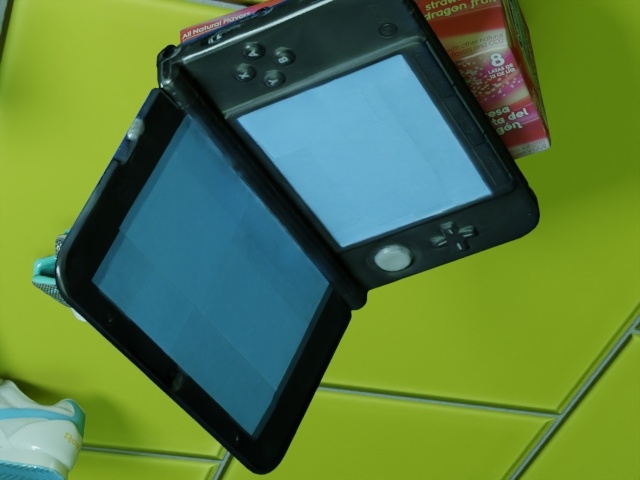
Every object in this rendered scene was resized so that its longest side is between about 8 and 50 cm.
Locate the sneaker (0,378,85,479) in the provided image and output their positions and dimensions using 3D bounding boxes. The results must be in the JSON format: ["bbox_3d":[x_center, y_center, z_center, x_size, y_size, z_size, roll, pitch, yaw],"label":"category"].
[{"bbox_3d":[-0.344,0.187,1.583,0.228,0.092,0.087,10,147,13],"label":"sneaker"}]

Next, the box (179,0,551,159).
[{"bbox_3d":[0.030,-0.115,1.188,0.256,0.128,0.123,-16,140,15],"label":"box"}]

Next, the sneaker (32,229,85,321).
[{"bbox_3d":[-0.194,0.012,1.387,0.076,0.065,0.166,27,131,-29],"label":"sneaker"}]

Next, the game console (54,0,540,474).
[{"bbox_3d":[0.000,0.000,1.088,0.250,0.173,0.293,-20,139,19],"label":"game console"}]
